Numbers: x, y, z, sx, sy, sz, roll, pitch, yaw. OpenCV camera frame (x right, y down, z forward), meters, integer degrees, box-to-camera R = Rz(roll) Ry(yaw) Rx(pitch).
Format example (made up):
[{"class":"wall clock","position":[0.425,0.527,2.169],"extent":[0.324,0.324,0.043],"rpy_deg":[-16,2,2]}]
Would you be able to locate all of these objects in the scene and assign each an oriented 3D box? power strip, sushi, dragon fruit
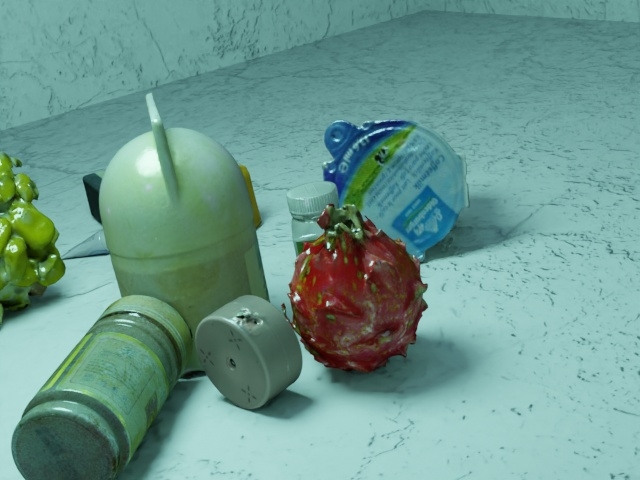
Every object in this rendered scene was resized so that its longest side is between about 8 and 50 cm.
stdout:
[{"class":"power strip","position":[-0.102,0.156,1.484],"extent":[0.154,0.154,0.078],"rpy_deg":[10,29,43]},{"class":"power strip","position":[-0.467,-0.080,2.355],"extent":[0.070,0.105,0.256],"rpy_deg":[-19,23,-21]},{"class":"sushi","position":[-0.667,0.012,1.921],"extent":[0.285,0.328,0.328],"rpy_deg":[19,33,34]},{"class":"dragon fruit","position":[0.052,0.069,1.489],"extent":[0.205,0.268,0.210],"rpy_deg":[-19,35,-16]}]

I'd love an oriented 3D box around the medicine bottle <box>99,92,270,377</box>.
[{"class":"medicine bottle","position":[-0.220,-0.018,1.642],"extent":[0.235,0.406,0.236],"rpy_deg":[-9,20,3]}]

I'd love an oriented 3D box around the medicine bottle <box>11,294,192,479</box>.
[{"class":"medicine bottle","position":[-0.294,0.210,1.441],"extent":[0.151,0.151,0.322],"rpy_deg":[-5,21,13]}]

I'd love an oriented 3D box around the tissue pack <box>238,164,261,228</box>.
[{"class":"tissue pack","position":[-0.271,-0.045,2.119],"extent":[0.194,0.145,0.274],"rpy_deg":[2,24,25]}]

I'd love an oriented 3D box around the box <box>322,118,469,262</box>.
[{"class":"box","position":[0.145,-0.115,1.955],"extent":[0.291,0.262,0.206],"rpy_deg":[40,18,10]}]

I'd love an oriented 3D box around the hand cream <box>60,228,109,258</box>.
[{"class":"hand cream","position":[-0.485,0.010,2.225],"extent":[0.142,0.053,0.084],"rpy_deg":[-17,15,29]}]

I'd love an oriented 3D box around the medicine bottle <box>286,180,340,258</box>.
[{"class":"medicine bottle","position":[0.000,0.000,1.797],"extent":[0.088,0.189,0.132],"rpy_deg":[-8,21,7]}]
